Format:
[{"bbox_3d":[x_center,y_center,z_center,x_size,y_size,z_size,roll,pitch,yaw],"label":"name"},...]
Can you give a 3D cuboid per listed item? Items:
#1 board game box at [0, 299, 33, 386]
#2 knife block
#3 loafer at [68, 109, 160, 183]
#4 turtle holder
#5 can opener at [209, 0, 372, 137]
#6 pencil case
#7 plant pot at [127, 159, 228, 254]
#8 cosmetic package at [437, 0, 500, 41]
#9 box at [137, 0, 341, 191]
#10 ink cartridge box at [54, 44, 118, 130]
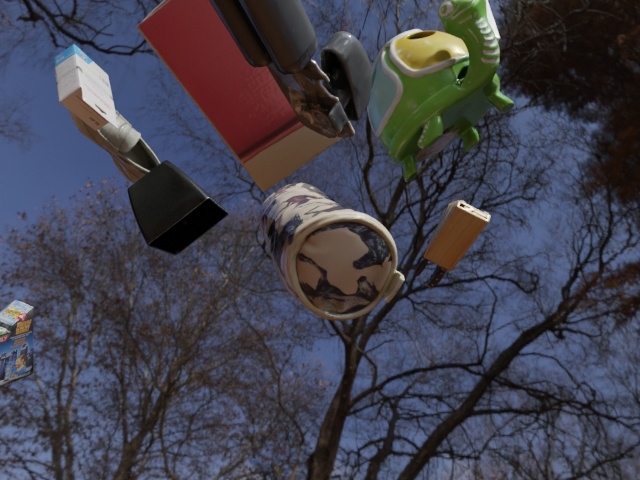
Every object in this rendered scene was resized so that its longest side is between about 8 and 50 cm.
[{"bbox_3d":[-0.749,0.245,1.105,0.060,0.194,0.194,18,-83,11],"label":"board game box"},{"bbox_3d":[0.339,0.022,1.281,0.088,0.275,0.242,26,-85,6],"label":"knife block"},{"bbox_3d":[-0.516,-0.269,1.222,0.111,0.112,0.319,0,-32,20],"label":"loafer"},{"bbox_3d":[0.201,-0.286,0.902,0.243,0.320,0.228,-31,-104,5],"label":"turtle holder"},{"bbox_3d":[-0.027,-0.195,0.411,0.076,0.095,0.283,25,-16,33],"label":"can opener"},{"bbox_3d":[0.000,0.000,0.826,0.183,0.410,0.160,13,-80,-15],"label":"pencil case"},{"bbox_3d":[-0.381,-0.093,1.229,0.187,0.188,0.167,-39,-99,-2],"label":"plant pot"},{"bbox_3d":[0.335,-0.478,1.094,0.085,0.231,0.117,6,-37,-4],"label":"cosmetic package"},{"bbox_3d":[-0.087,-0.204,0.599,0.126,0.149,0.232,-33,-68,11],"label":"box"},{"bbox_3d":[-0.500,-0.313,1.013,0.060,0.180,0.104,-27,-29,8],"label":"ink cartridge box"}]
